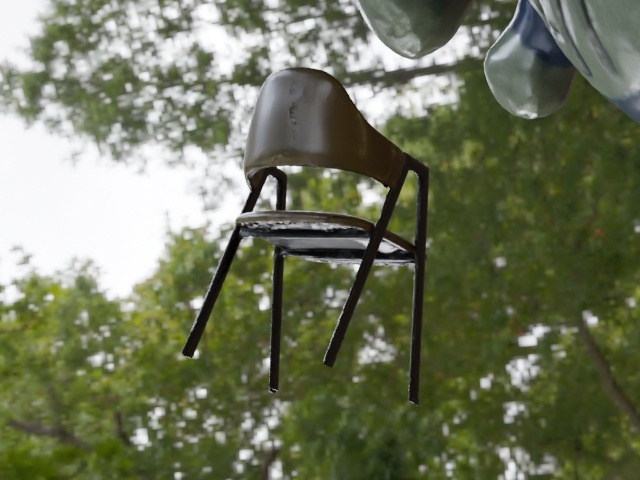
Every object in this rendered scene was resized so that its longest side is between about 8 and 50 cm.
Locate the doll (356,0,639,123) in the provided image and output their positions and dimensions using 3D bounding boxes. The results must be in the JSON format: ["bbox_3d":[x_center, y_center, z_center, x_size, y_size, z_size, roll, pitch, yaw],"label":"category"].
[{"bbox_3d":[0.099,-0.136,0.411,0.258,0.154,0.228,-118,21,-61],"label":"doll"}]

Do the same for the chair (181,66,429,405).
[{"bbox_3d":[0.000,0.000,1.063,0.172,0.158,0.247,33,-116,-50],"label":"chair"}]
